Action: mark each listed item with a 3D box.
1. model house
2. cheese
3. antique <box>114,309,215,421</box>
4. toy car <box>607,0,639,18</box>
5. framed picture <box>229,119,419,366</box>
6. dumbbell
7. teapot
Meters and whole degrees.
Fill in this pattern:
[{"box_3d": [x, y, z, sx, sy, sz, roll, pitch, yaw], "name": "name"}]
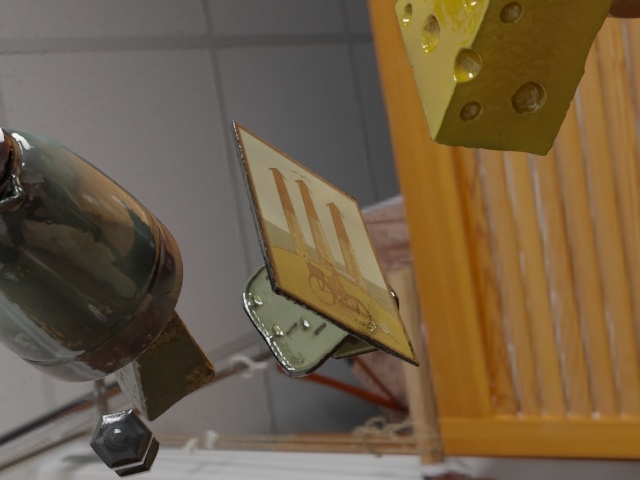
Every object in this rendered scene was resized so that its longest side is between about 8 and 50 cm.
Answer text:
[{"box_3d": [0.048, 0.131, 1.807, 0.278, 0.205, 0.218, 33, -163, -50], "name": "model house"}, {"box_3d": [0.132, -0.158, 0.690, 0.093, 0.171, 0.126, 4, -125, -24], "name": "cheese"}, {"box_3d": [-0.273, 0.147, 1.734, 0.150, 0.125, 0.284, -36, -33, -18], "name": "antique"}, {"box_3d": [0.237, -0.236, 0.712, 0.235, 0.145, 0.235, 167, 90, -82], "name": "toy car"}, {"box_3d": [0.000, 0.000, 1.383, 0.244, 0.013, 0.324, 31, -153, -36], "name": "framed picture"}, {"box_3d": [-0.128, 0.135, 0.727, 0.083, 0.040, 0.036, 102, 156, -72], "name": "dumbbell"}, {"box_3d": [-0.363, -0.014, 1.265, 0.312, 0.315, 0.233, 51, -122, -47], "name": "teapot"}]
